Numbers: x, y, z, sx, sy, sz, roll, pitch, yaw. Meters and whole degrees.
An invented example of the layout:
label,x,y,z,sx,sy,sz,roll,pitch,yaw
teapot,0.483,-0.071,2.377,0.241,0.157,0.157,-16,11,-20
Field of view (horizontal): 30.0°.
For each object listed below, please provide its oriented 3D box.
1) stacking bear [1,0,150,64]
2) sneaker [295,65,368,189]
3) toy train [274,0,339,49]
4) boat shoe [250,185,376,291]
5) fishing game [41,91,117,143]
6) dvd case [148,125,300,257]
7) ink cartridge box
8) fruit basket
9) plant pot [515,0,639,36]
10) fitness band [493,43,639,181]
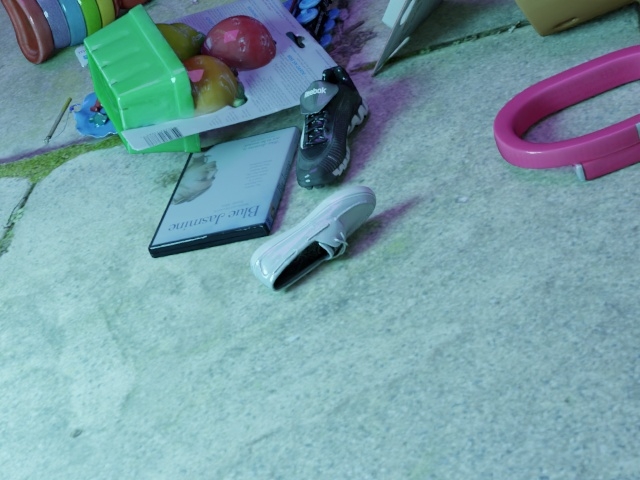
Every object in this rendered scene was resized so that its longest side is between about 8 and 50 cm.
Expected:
label,x,y,z,sx,sy,sz,roll,pitch,yaw
stacking bear,-0.475,-0.488,2.420,0.289,0.175,0.164,-29,30,-22
sneaker,0.002,-0.167,1.688,0.078,0.106,0.234,-7,36,25
toy train,-0.033,-0.372,2.037,0.105,0.080,0.184,-17,33,22
boat shoe,0.000,0.000,1.494,0.184,0.066,0.063,-29,47,-13
fishing game,-0.333,-0.240,2.002,0.264,0.041,0.189,-8,38,23
dvd case,-0.134,-0.073,1.718,0.180,0.022,0.253,-11,35,19
ink cartridge box,0.155,-0.411,1.824,0.060,0.275,0.239,37,56,7
fruit basket,-0.171,-0.261,1.864,0.353,0.165,0.327,-15,43,-21
plant pot,0.348,-0.431,1.717,0.203,0.291,0.291,-34,30,15
fitness band,0.363,-0.165,1.513,0.291,0.054,0.209,-21,30,2
